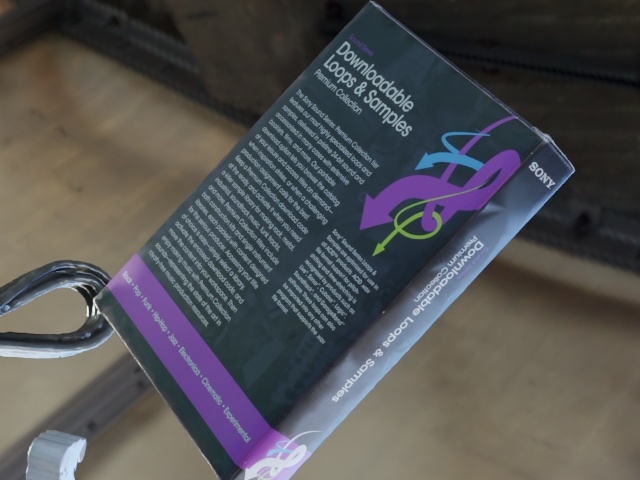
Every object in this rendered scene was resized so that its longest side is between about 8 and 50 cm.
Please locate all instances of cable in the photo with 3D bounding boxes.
[{"bbox_3d":[-0.245,0.054,0.965,0.072,0.287,0.139,-28,-120,48],"label":"cable"}]

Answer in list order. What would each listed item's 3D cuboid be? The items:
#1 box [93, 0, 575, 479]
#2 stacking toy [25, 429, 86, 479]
[{"bbox_3d":[0.000,0.000,0.550,0.029,0.162,0.116,37,7,-45],"label":"box"},{"bbox_3d":[-0.210,0.098,0.628,0.167,0.221,0.052,13,-88,8],"label":"stacking toy"}]
